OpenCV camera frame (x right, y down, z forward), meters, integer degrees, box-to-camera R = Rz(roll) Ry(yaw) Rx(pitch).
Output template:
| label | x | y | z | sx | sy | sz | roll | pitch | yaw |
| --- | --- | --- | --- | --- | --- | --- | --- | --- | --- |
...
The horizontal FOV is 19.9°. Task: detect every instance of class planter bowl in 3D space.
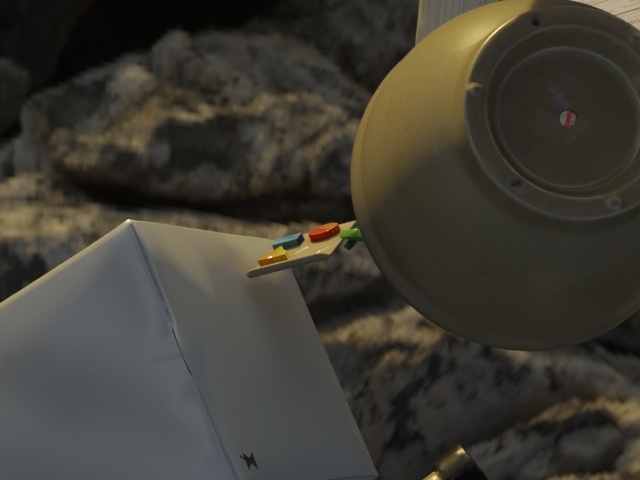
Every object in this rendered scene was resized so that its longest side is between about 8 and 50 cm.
| label | x | y | z | sx | sy | sz | roll | pitch | yaw |
| --- | --- | --- | --- | --- | --- | --- | --- | --- | --- |
| planter bowl | 0.099 | -0.040 | 0.809 | 0.162 | 0.109 | 0.162 | 1 | 75 | -6 |

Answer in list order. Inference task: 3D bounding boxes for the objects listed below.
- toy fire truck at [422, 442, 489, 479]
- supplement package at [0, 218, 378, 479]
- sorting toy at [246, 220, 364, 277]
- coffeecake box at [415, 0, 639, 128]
| label | x | y | z | sx | sy | sz | roll | pitch | yaw |
| --- | --- | --- | --- | --- | --- | --- | --- | --- | --- |
| toy fire truck | 0.136 | 0.319 | 1.501 | 0.158 | 0.217 | 0.246 | -39 | 72 | -1 |
| supplement package | -0.147 | 0.136 | 1.152 | 0.293 | 0.175 | 0.177 | -30 | 72 | 24 |
| sorting toy | 0.000 | 0.000 | 1.121 | 0.062 | 0.083 | 0.012 | -44 | 116 | -60 |
| coffeecake box | 0.132 | -0.106 | 1.075 | 0.068 | 0.142 | 0.185 | -19 | 52 | -19 |
